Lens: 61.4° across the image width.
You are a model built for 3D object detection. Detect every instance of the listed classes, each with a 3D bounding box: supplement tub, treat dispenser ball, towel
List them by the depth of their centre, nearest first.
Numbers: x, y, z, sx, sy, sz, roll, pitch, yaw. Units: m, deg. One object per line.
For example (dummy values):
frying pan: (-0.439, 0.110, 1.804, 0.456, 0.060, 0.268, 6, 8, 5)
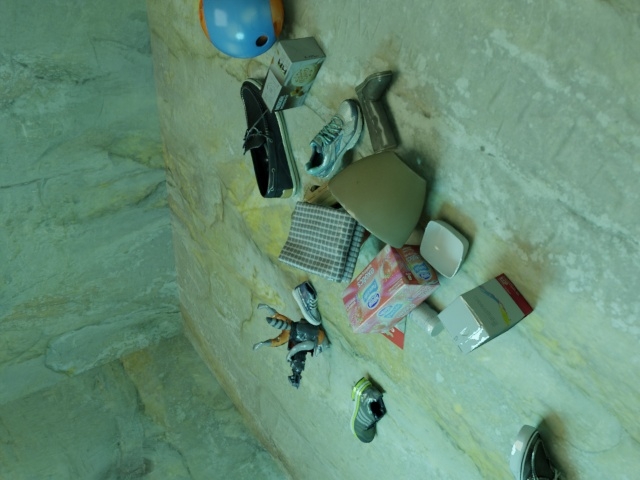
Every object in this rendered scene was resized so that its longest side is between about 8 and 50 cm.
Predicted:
supplement tub: (0.331, 0.242, 1.684, 0.107, 0.071, 0.071, 42, 139, 37)
towel: (0.000, 0.000, 1.777, 0.284, 0.121, 0.234, 15, 94, 43)
treat dispenser ball: (-0.269, -0.772, 1.839, 0.288, 0.288, 0.288, 34, 134, 45)

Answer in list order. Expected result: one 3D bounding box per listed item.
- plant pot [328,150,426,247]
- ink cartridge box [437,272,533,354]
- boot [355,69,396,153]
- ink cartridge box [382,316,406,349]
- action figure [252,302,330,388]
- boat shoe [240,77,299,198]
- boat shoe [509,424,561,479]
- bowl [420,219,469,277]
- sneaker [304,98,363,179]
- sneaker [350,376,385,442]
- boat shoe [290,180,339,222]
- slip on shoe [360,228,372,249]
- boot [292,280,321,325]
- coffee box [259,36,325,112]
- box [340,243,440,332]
plant pot: (0.189, -0.144, 1.544, 0.191, 0.284, 0.284, -49, 59, 16)
ink cartridge box: (0.426, 0.192, 1.404, 0.127, 0.176, 0.128, 57, 146, 21)
boot: (0.177, -0.371, 1.576, 0.190, 0.076, 0.208, 164, 93, -73)
ink cartridge box: (0.220, 0.260, 1.888, 0.181, 0.056, 0.224, 34, 132, 45)
action figure: (-0.111, 0.427, 2.254, 0.178, 0.330, 0.341, -52, 31, 41)
boat shoe: (-0.229, -0.396, 2.122, 0.187, 0.156, 0.499, -12, 95, 61)
boat shoe: (0.600, 0.644, 1.471, 0.119, 0.121, 0.335, 15, 131, 45)
bowl: (0.359, 0.019, 1.532, 0.142, 0.053, 0.142, 46, 141, 36)
sneaker: (0.038, -0.321, 1.734, 0.110, 0.122, 0.283, 45, 123, 40)
sneaker: (0.191, 0.692, 2.127, 0.121, 0.111, 0.299, 25, 129, 45)
boat shoe: (0.000, -0.147, 1.949, 0.341, 0.122, 0.110, -23, 82, 49)
slip on shoe: (0.110, -0.043, 1.841, 0.123, 0.101, 0.331, 55, 145, 26)
boot: (-0.042, 0.267, 2.291, 0.086, 0.069, 0.190, -38, 85, 38)
coffee box: (-0.101, -0.562, 1.838, 0.098, 0.141, 0.246, 60, 147, 15)
box: (0.209, 0.155, 1.673, 0.300, 0.142, 0.154, -51, 46, 43)
